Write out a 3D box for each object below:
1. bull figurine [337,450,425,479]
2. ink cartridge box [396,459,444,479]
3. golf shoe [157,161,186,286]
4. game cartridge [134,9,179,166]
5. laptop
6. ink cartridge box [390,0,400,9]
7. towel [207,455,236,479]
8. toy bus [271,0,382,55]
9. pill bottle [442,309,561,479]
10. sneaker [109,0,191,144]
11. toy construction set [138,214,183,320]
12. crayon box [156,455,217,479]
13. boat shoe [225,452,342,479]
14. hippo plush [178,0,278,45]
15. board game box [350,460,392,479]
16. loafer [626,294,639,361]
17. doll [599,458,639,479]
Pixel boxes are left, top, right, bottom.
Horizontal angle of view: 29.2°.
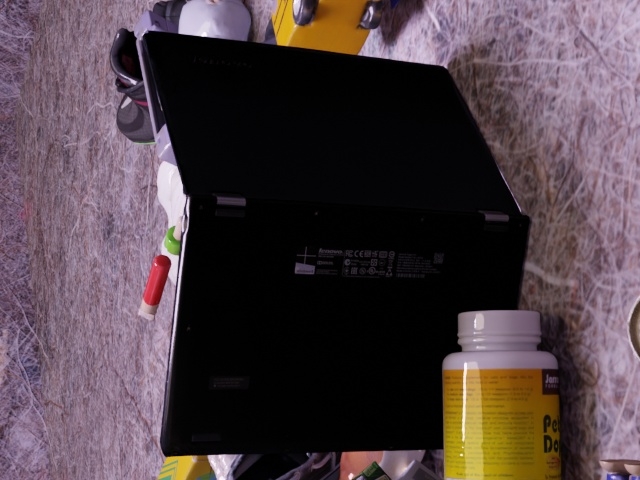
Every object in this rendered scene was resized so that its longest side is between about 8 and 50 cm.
[{"bbox_3d":[0.090,0.219,1.452,0.188,0.101,0.310,39,127,54],"label":"bull figurine"},{"bbox_3d":[0.118,0.339,1.344,0.145,0.045,0.179,35,130,9],"label":"ink cartridge box"},{"bbox_3d":[-0.198,0.001,2.064,0.140,0.115,0.306,38,144,46],"label":"golf shoe"},{"bbox_3d":[-0.165,-0.206,1.904,0.068,0.230,0.355,-52,35,27],"label":"game cartridge"},{"bbox_3d":[0.000,0.000,1.339,0.236,0.382,0.407,-154,69,-65],"label":"laptop"},{"bbox_3d":[0.115,-0.495,1.527,0.307,0.072,0.303,-38,54,56],"label":"ink cartridge box"},{"bbox_3d":[-0.041,0.313,1.599,0.282,0.187,0.049,60,142,40],"label":"towel"},{"bbox_3d":[0.030,-0.360,1.500,0.332,0.108,0.130,112,153,-51],"label":"toy bus"},{"bbox_3d":[0.182,0.179,1.236,0.117,0.117,0.215,165,106,-65],"label":"pill bottle"},{"bbox_3d":[-0.301,-0.325,2.268,0.483,0.202,0.185,139,130,-58],"label":"sneaker"},{"bbox_3d":[-0.093,0.092,1.671,0.237,0.309,0.257,117,155,-51],"label":"toy construction set"},{"bbox_3d":[-0.127,0.350,1.806,0.081,0.202,0.318,-109,33,-40],"label":"crayon box"},{"bbox_3d":[-0.032,0.253,1.536,0.113,0.306,0.105,28,124,24],"label":"boat shoe"},{"bbox_3d":[-0.108,-0.232,1.783,0.234,0.237,0.294,148,122,-61],"label":"hippo plush"},{"bbox_3d":[0.109,0.360,1.308,0.259,0.030,0.136,48,146,7],"label":"board game box"},{"bbox_3d":[0.323,0.054,0.965,0.268,0.092,0.102,155,115,-63],"label":"loafer"},{"bbox_3d":[0.280,0.293,1.090,0.129,0.046,0.189,171,102,-66],"label":"doll"}]
